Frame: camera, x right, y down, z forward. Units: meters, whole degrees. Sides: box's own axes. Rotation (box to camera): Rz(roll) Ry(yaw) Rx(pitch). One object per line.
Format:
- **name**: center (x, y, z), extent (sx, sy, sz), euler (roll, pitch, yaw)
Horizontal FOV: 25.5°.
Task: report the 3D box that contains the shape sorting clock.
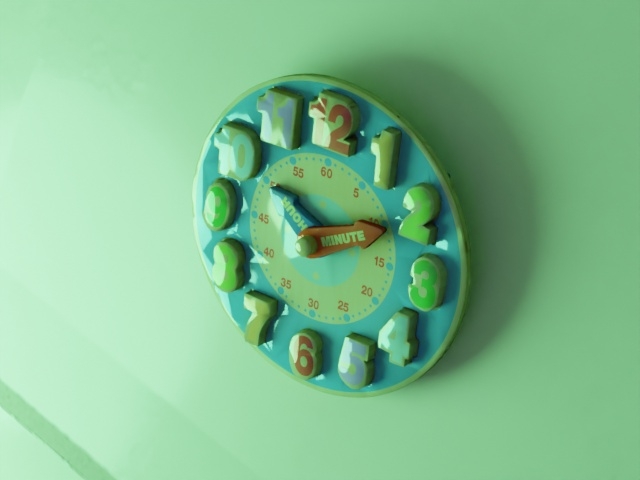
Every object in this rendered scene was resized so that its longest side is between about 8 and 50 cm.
- **shape sorting clock**: center (0.000, 0.000, 0.866), extent (0.206, 0.040, 0.206), euler (11, 109, 34)
